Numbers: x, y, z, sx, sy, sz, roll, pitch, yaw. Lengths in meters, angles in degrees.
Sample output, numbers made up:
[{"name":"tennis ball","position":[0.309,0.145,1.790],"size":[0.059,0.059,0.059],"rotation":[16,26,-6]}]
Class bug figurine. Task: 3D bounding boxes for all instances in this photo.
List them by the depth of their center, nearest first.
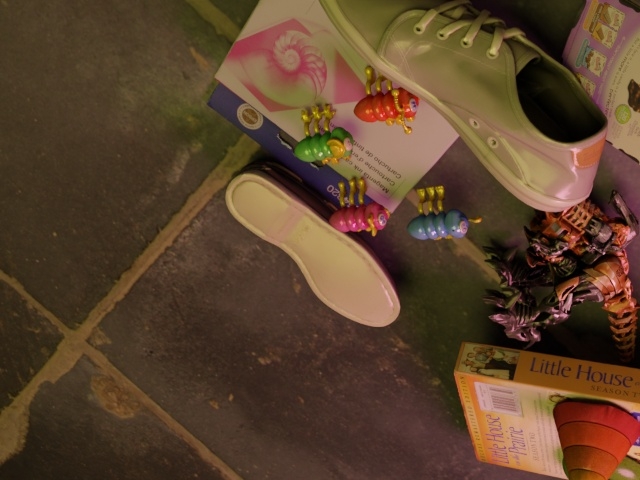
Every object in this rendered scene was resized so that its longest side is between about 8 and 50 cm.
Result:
[{"name":"bug figurine","position":[0.083,-0.090,1.325],"size":[0.216,0.072,0.279],"rotation":[-10,120,31]}]

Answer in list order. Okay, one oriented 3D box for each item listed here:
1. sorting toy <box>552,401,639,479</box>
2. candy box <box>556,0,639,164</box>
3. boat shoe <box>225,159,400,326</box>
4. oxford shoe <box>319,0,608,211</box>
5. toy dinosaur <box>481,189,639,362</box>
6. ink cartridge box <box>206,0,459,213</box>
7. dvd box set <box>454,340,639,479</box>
[{"name":"sorting toy","position":[0.402,0.372,1.418],"size":[0.127,0.126,0.365],"rotation":[5,144,25]},{"name":"candy box","position":[0.377,-0.190,1.136],"size":[0.196,0.070,0.164],"rotation":[45,138,33]},{"name":"boat shoe","position":[0.000,0.000,1.499],"size":[0.324,0.096,0.116],"rotation":[40,117,-7]},{"name":"oxford shoe","position":[0.171,-0.226,1.174],"size":[0.449,0.169,0.130],"rotation":[45,143,12]},{"name":"toy dinosaur","position":[0.341,0.044,1.333],"size":[0.218,0.164,0.321],"rotation":[-27,91,22]},{"name":"ink cartridge box","position":[0.019,-0.192,1.374],"size":[0.324,0.071,0.330],"rotation":[37,129,-2]},{"name":"dvd box set","position":[0.423,0.279,1.443],"size":[0.421,0.062,0.307],"rotation":[7,145,23]}]
